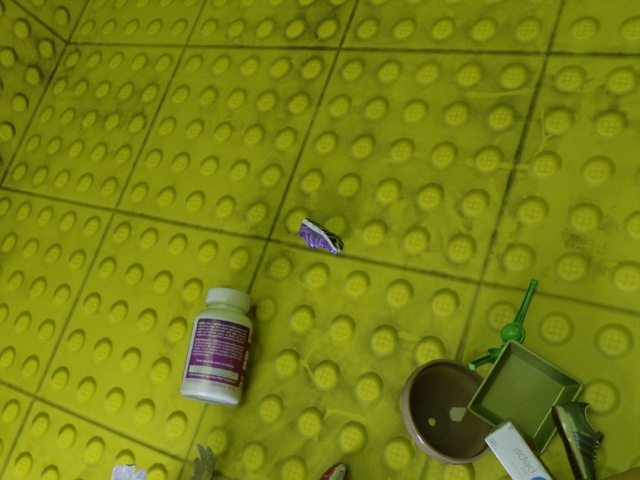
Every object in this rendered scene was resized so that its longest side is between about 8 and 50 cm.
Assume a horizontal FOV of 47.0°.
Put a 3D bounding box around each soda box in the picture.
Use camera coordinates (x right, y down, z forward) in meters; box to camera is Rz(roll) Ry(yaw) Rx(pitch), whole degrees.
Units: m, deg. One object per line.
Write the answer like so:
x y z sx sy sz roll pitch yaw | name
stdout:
0.438 0.485 1.550 0.069 0.074 0.216 -36 78 10 | soda box

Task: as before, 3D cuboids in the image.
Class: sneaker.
0.024 0.640 1.751 0.088 0.093 0.225 -51 17 56 | sneaker
0.563 0.432 1.553 0.086 0.064 0.192 -15 73 -4 | sneaker
0.000 0.000 2.076 0.170 0.068 0.071 36 103 44 | sneaker

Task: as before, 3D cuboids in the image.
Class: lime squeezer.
0.426 0.220 1.711 0.059 0.109 0.310 3 38 47 | lime squeezer

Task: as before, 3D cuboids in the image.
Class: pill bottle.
-0.276 0.289 2.021 0.169 0.169 0.301 -2 68 28 | pill bottle

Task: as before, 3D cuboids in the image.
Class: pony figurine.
-0.376 0.725 1.823 0.363 0.303 0.350 31 111 49 | pony figurine

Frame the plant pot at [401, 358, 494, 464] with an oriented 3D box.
0.276 0.398 1.670 0.109 0.238 0.237 128 140 -52 | plant pot

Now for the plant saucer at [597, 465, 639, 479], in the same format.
0.604 0.608 1.382 0.333 0.081 0.332 -21 62 3 | plant saucer

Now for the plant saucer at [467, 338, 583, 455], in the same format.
0.451 0.345 1.635 0.188 0.045 0.188 32 86 9 | plant saucer
